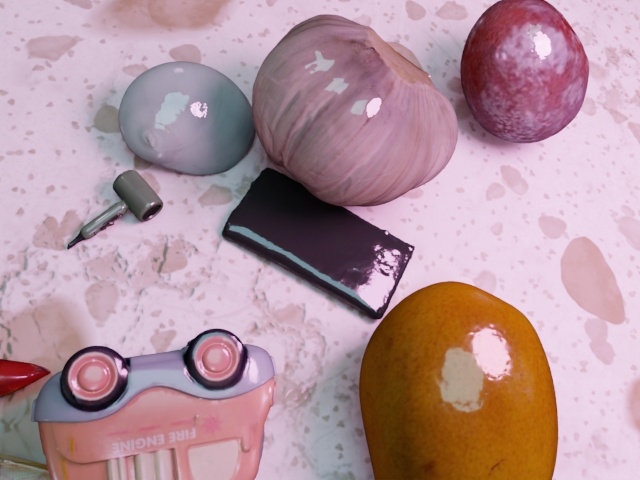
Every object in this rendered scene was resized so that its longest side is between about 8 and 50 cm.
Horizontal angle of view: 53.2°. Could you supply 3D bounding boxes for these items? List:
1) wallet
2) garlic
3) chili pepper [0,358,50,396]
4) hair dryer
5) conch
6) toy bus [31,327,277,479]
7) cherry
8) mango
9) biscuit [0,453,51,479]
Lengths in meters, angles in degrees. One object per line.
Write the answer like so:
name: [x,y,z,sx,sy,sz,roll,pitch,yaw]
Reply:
wallet: [0.000,0.000,0.999,0.285,0.030,0.146,29,66,1]
garlic: [0.039,-0.179,0.964,0.317,0.259,0.317,33,36,-28]
chili pepper: [-0.542,0.122,0.804,0.368,0.092,0.137,34,45,-4]
hair dryer: [-0.312,-0.035,0.944,0.150,0.047,0.071,-40,78,-14]
conch: [-0.201,-0.191,1.002,0.221,0.121,0.184,-19,102,-25]
toy bus: [-0.190,0.230,0.771,0.288,0.194,0.232,-4,77,-17]
cherry: [0.347,-0.287,1.101,0.213,0.285,0.236,-39,65,12]
mango: [0.178,0.244,0.835,0.264,0.221,0.377,10,75,-13]
biscuit: [-0.409,0.270,0.767,0.292,0.026,0.048,21,67,-18]
